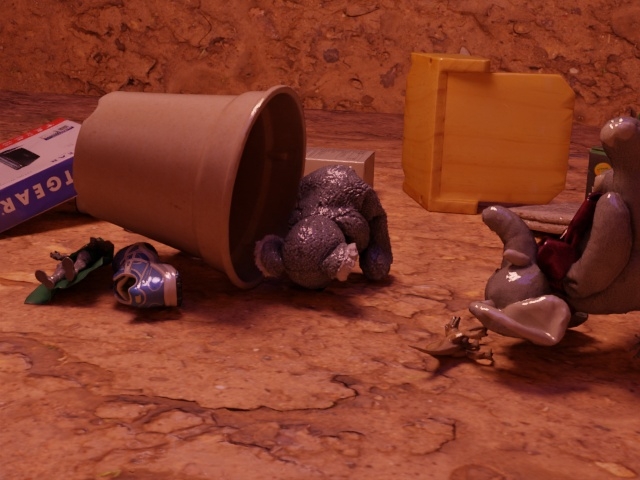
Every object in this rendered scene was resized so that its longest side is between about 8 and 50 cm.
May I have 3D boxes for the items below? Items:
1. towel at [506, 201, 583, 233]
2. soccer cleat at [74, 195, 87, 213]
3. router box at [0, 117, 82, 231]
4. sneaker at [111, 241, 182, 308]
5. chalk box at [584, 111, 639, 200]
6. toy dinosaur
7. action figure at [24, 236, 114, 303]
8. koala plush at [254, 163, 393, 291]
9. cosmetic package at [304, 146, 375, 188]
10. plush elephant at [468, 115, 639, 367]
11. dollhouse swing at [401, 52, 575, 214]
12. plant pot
[{"bbox_3d":[0.530,-0.043,1.709,0.187,0.049,0.282,-7,9,-23],"label":"towel"},{"bbox_3d":[-0.446,-0.135,1.880,0.116,0.109,0.318,4,21,8],"label":"soccer cleat"},{"bbox_3d":[-0.622,-0.139,1.733,0.335,0.082,0.301,-32,32,-28],"label":"router box"},{"bbox_3d":[-0.291,0.053,1.293,0.081,0.080,0.211,-10,16,-31],"label":"sneaker"},{"bbox_3d":[0.597,-0.081,1.469,0.179,0.289,0.180,-5,18,-23],"label":"chalk box"},{"bbox_3d":[0.184,0.142,1.121,0.092,0.053,0.183,-8,4,24],"label":"toy dinosaur"},{"bbox_3d":[-0.397,0.033,1.371,0.137,0.063,0.232,-21,10,5],"label":"action figure"},{"bbox_3d":[0.000,0.000,1.356,0.196,0.203,0.221,8,29,21],"label":"koala plush"},{"bbox_3d":[-0.033,-0.161,1.997,0.309,0.113,0.160,6,17,13],"label":"cosmetic package"},{"bbox_3d":[0.331,0.033,1.127,0.255,0.330,0.272,-9,-8,15],"label":"plush elephant"},{"bbox_3d":[0.384,-0.259,1.952,0.304,0.347,0.315,-2,17,-10],"label":"dollhouse swing"},{"bbox_3d":[-0.223,-0.116,1.372,0.305,0.334,0.334,13,19,15],"label":"plant pot"}]
